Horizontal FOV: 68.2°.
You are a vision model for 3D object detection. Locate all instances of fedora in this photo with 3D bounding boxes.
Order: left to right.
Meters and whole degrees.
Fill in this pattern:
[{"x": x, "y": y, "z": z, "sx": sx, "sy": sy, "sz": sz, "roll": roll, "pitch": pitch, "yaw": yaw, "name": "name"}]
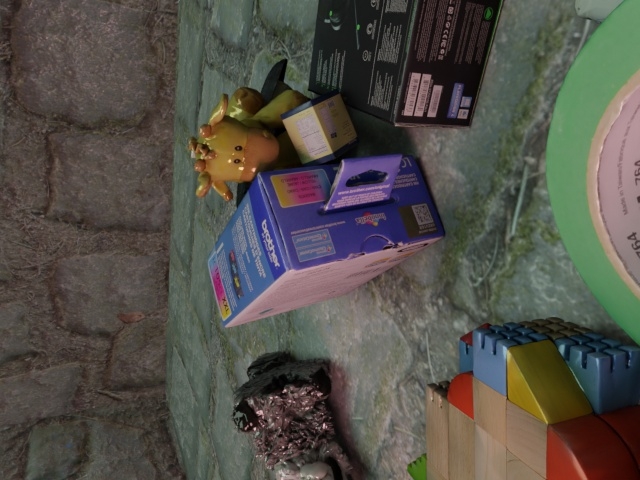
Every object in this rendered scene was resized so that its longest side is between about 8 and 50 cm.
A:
[{"x": -0.057, "y": -0.175, "z": 0.926, "sx": 0.334, "sy": 0.152, "sz": 0.334, "roll": -164, "pitch": 90, "yaw": -84, "name": "fedora"}]

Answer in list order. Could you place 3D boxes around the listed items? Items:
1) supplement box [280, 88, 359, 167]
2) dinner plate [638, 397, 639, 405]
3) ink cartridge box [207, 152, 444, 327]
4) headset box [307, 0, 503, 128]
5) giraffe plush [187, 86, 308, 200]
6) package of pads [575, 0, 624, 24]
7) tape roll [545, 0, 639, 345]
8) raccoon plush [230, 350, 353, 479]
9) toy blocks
[{"x": 0.001, "y": -0.158, "z": 0.671, "sx": 0.056, "sy": 0.083, "sz": 0.083, "roll": -13, "pitch": 109, "yaw": 37, "name": "supplement box"}, {"x": 0.280, "y": 0.164, "z": 0.519, "sx": 0.141, "sy": 0.017, "sz": 0.141, "roll": 14, "pitch": 106, "yaw": 62, "name": "dinner plate"}, {"x": 0.000, "y": 0.000, "z": 0.758, "sx": 0.395, "sy": 0.270, "sz": 0.151, "roll": -39, "pitch": 67, "yaw": 57, "name": "ink cartridge box"}, {"x": 0.101, "y": -0.313, "z": 0.676, "sx": 0.283, "sy": 0.131, "sz": 0.246, "roll": 42, "pitch": 130, "yaw": 53, "name": "headset box"}, {"x": -0.112, "y": -0.136, "z": 0.678, "sx": 0.170, "sy": 0.210, "sz": 0.181, "roll": -70, "pitch": -33, "yaw": -79, "name": "giraffe plush"}, {"x": 0.324, "y": -0.272, "z": 0.289, "sx": 0.229, "sy": 0.101, "sz": 0.296, "roll": 49, "pitch": 134, "yaw": 49, "name": "package of pads"}, {"x": 0.292, "y": -0.024, "z": 0.283, "sx": 0.321, "sy": 0.077, "sz": 0.321, "roll": 55, "pitch": 162, "yaw": 28, "name": "tape roll"}, {"x": -0.039, "y": 0.428, "z": 1.072, "sx": 0.446, "sy": 0.216, "sz": 0.299, "roll": -64, "pitch": -45, "yaw": -88, "name": "raccoon plush"}, {"x": 0.212, "y": 0.194, "z": 0.437, "sx": 0.381, "sy": 0.190, "sz": 0.261, "roll": -159, "pitch": 65, "yaw": -71, "name": "toy blocks"}]
